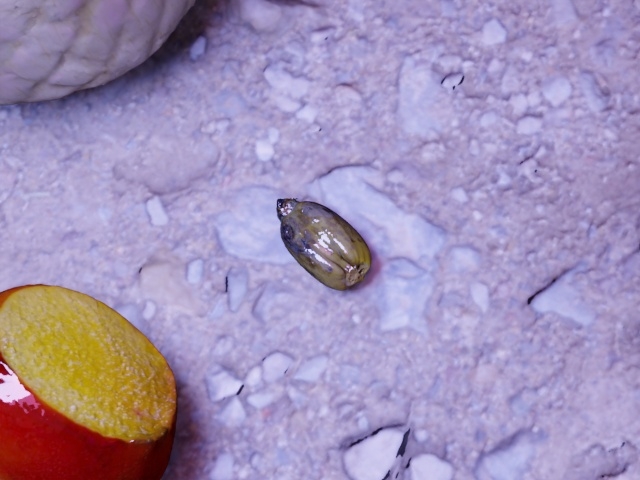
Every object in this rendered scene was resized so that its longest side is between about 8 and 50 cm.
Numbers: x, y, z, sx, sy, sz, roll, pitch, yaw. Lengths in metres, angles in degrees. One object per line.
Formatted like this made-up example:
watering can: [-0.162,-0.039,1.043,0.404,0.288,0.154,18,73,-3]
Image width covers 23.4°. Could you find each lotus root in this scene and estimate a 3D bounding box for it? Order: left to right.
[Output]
lotus root: [0.000,0.000,1.287,0.054,0.049,0.099,-46,71,0]

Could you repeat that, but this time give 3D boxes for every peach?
peach: [-0.207,0.125,1.202,0.192,0.190,0.190,-12,68,24]

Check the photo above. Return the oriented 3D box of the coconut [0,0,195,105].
coconut: [-0.253,-0.321,1.251,0.345,0.415,0.415,14,73,15]
